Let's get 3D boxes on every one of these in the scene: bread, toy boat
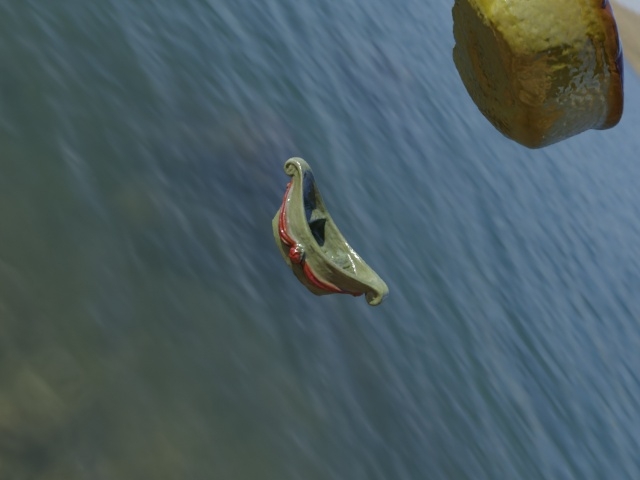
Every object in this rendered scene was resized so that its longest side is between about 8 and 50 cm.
[{"bbox_3d":[0.140,-0.120,0.670,0.156,0.086,0.125,75,-9,-73],"label":"bread"},{"bbox_3d":[0.000,0.001,1.132,0.185,0.071,0.089,58,27,8],"label":"toy boat"}]
